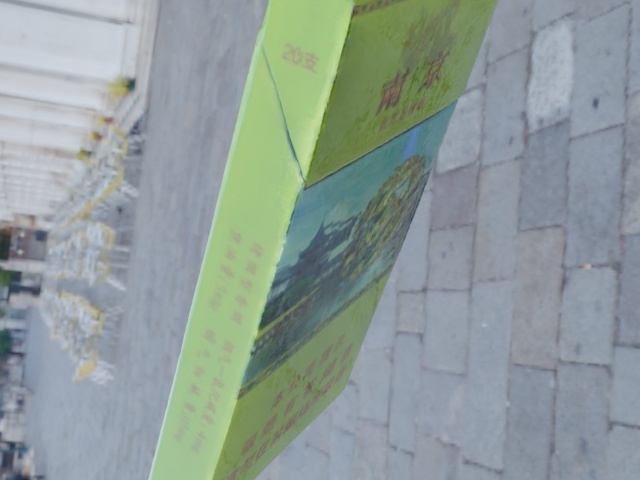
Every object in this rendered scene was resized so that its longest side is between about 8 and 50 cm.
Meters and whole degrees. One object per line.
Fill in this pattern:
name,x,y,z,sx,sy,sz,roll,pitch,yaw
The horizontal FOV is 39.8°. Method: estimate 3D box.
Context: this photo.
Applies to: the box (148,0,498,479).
box,0.000,0.000,0.502,0.187,0.047,0.335,-34,-32,-51
